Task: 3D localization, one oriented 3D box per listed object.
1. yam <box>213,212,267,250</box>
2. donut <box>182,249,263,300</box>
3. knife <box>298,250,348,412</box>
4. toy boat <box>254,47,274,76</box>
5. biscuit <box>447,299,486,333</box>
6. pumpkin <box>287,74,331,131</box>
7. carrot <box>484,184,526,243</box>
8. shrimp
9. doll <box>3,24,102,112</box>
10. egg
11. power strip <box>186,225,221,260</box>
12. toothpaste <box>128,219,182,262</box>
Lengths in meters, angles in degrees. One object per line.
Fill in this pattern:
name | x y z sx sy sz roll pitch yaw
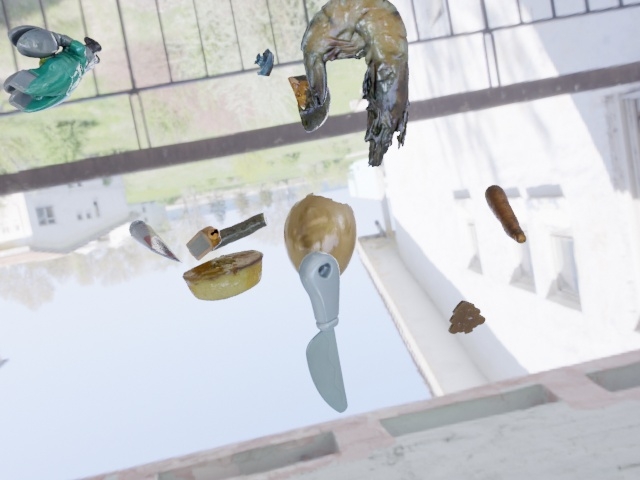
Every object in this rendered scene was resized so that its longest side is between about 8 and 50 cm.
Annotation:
yam | -0.295 -0.018 1.736 0.274 0.061 0.061 -22 -177 11
donut | -0.202 0.076 1.145 0.162 0.065 0.178 2 -160 43
knife | 0.006 0.178 0.950 0.080 0.331 0.044 -19 -157 -34
toy boat | -0.193 -0.603 1.824 0.061 0.137 0.060 22 141 -23
biscuit | 0.295 0.157 1.102 0.082 0.092 0.016 -22 -148 3
pumpkin | -0.022 -0.399 1.524 0.108 0.183 0.119 -15 148 2
carrot | 0.500 -0.068 1.452 0.059 0.059 0.248 -10 -138 2
shrimp | 0.074 -0.339 1.146 0.233 0.365 0.071 -1 -170 -2
doll | -0.616 -0.378 1.212 0.153 0.195 0.258 28 -162 -2
egg | 0.000 0.000 1.438 0.201 0.244 0.201 1 170 0
power strip | -0.251 0.003 1.171 0.028 0.049 0.178 -38 -175 -30
toothpaste | -0.440 0.006 1.400 0.089 0.057 0.234 29 -179 -41
